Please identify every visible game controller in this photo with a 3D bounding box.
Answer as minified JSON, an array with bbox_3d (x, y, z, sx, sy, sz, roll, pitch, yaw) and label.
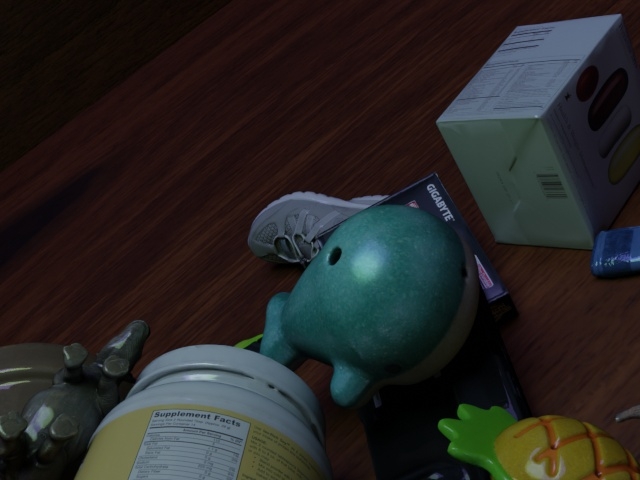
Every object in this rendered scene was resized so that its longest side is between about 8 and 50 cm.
[{"bbox_3d":[0.109,0.132,0.923,0.166,0.067,0.319,-36,41,22],"label":"game controller"}]

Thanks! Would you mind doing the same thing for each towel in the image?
[{"bbox_3d":[0.354,0.007,0.966,0.119,0.029,0.067,-9,37,35],"label":"towel"}]

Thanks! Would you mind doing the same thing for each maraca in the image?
[{"bbox_3d":[0.186,0.189,0.737,0.186,0.099,0.127,27,19,25],"label":"maraca"}]

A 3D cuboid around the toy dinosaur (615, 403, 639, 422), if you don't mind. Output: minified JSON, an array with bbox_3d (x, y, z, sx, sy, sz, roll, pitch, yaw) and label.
[{"bbox_3d":[0.377,0.067,0.766,0.296,0.127,0.200,-41,20,10],"label":"toy dinosaur"}]

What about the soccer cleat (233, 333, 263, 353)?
[{"bbox_3d":[-0.068,0.164,1.104,0.072,0.060,0.179,-31,26,-2],"label":"soccer cleat"}]

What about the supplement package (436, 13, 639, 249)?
[{"bbox_3d":[0.282,-0.130,1.078,0.149,0.194,0.203,6,46,47],"label":"supplement package"}]

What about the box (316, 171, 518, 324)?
[{"bbox_3d":[0.108,0.039,1.072,0.175,0.051,0.220,-28,46,6],"label":"box"}]

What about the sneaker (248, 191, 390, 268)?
[{"bbox_3d":[0.000,0.000,1.244,0.281,0.105,0.115,-6,37,38],"label":"sneaker"}]

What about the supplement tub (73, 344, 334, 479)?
[{"bbox_3d":[-0.115,0.277,0.783,0.241,0.241,0.331,-20,30,22],"label":"supplement tub"}]

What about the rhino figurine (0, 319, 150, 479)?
[{"bbox_3d":[-0.234,0.152,0.883,0.106,0.073,0.243,-63,-5,35],"label":"rhino figurine"}]

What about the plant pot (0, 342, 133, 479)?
[{"bbox_3d":[-0.311,0.274,0.950,0.263,0.263,0.229,-31,27,2],"label":"plant pot"}]

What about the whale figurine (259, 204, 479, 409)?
[{"bbox_3d":[0.023,0.060,0.899,0.272,0.141,0.216,-20,50,39],"label":"whale figurine"}]
